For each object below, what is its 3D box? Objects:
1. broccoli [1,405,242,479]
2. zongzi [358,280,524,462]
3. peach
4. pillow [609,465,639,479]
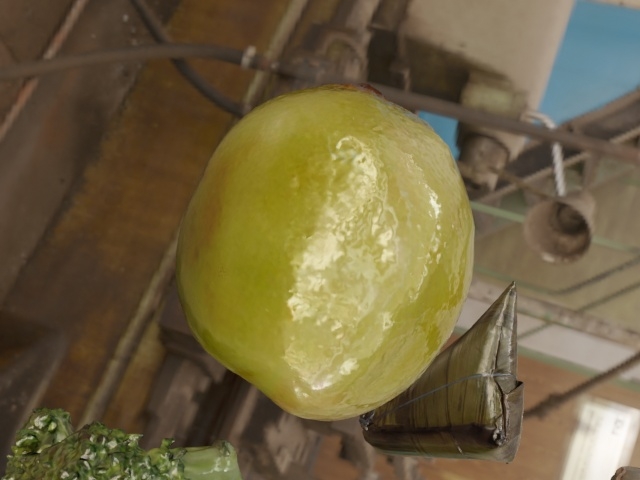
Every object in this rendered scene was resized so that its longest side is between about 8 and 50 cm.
[{"bbox_3d":[-0.199,0.290,1.054,0.235,0.288,0.260,-44,158,3],"label":"broccoli"},{"bbox_3d":[0.213,0.217,1.784,0.138,0.286,0.300,27,65,-51],"label":"zongzi"},{"bbox_3d":[0.000,0.008,1.046,0.281,0.314,0.315,21,106,-37],"label":"peach"},{"bbox_3d":[0.466,0.349,1.255,0.067,0.270,0.173,-61,167,2],"label":"pillow"}]
